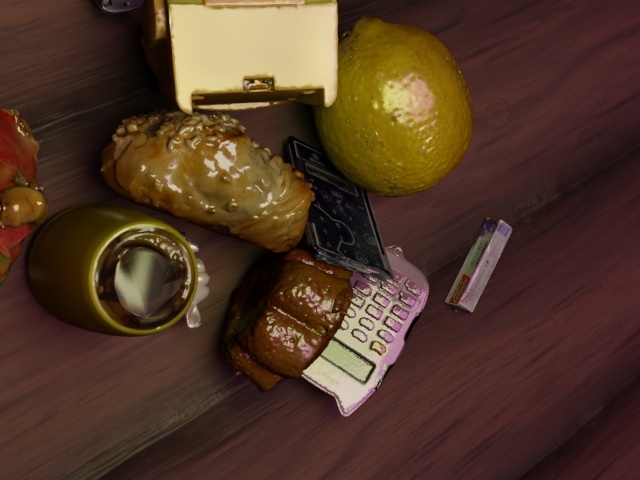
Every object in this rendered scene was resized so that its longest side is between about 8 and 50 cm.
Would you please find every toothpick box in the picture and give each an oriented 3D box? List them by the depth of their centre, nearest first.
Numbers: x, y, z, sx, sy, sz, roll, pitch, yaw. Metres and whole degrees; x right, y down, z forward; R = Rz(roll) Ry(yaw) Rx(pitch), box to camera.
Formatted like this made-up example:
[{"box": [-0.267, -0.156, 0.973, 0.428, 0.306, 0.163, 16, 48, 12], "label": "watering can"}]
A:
[{"box": [-0.270, 0.040, 1.057, 0.174, 0.271, 0.175, -2, 93, -33], "label": "toothpick box"}]

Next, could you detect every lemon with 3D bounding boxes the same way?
[{"box": [0.112, -0.214, 1.296, 0.258, 0.257, 0.310, -43, 126, -23], "label": "lemon"}]

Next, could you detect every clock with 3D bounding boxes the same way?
[{"box": [-0.127, -0.270, 1.110, 0.244, 0.317, 0.201, -3, 97, -19], "label": "clock"}]

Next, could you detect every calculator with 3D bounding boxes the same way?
[{"box": [0.028, -0.052, 1.285, 0.165, 0.028, 0.274, 20, 38, -31], "label": "calculator"}, {"box": [0.058, 0.134, 1.362, 0.194, 0.043, 0.294, 33, 79, 1], "label": "calculator"}]

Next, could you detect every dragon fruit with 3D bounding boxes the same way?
[{"box": [-0.451, -0.049, 0.944, 0.296, 0.262, 0.314, -39, 111, -26], "label": "dragon fruit"}]

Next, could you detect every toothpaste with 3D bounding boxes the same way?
[{"box": [0.308, 0.048, 1.558, 0.040, 0.047, 0.196, 38, 73, -31], "label": "toothpaste"}]

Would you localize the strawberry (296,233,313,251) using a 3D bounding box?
[{"box": [0.000, 0.000, 1.351, 0.083, 0.073, 0.074, -7, 96, -45], "label": "strawberry"}]

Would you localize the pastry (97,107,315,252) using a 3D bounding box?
[{"box": [-0.152, -0.095, 1.136, 0.310, 0.255, 0.162, 23, 84, -37], "label": "pastry"}]

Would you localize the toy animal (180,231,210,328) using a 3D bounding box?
[{"box": [-0.203, 0.058, 1.220, 0.085, 0.071, 0.124, -34, 110, -27], "label": "toy animal"}]

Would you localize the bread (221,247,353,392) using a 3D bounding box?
[{"box": [-0.052, 0.117, 1.221, 0.135, 0.246, 0.232, 32, 78, -19], "label": "bread"}]

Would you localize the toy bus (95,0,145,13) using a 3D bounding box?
[{"box": [-0.305, -0.401, 1.130, 0.073, 0.076, 0.168, -23, 102, -31], "label": "toy bus"}]
